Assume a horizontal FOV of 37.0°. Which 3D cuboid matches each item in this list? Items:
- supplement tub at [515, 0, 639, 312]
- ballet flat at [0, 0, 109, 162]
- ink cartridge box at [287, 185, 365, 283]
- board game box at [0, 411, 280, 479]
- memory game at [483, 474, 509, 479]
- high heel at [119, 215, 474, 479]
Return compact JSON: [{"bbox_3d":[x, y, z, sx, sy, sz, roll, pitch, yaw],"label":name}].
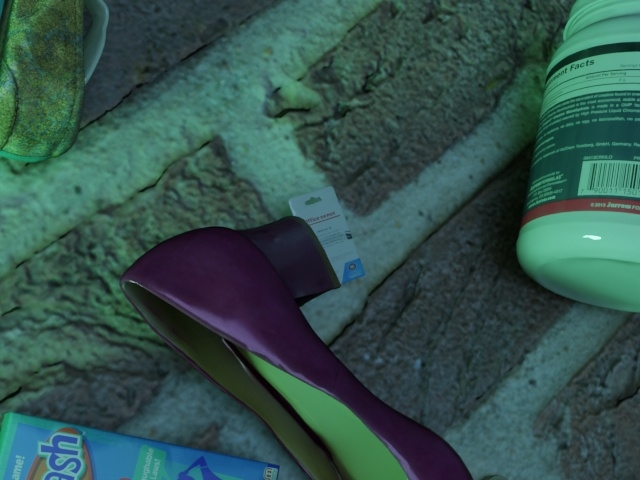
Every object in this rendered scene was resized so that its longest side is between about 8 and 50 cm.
[{"bbox_3d":[0.295,-0.085,0.889,0.191,0.191,0.272,20,72,-19],"label":"supplement tub"},{"bbox_3d":[-0.210,-0.224,0.747,0.123,0.123,0.348,12,74,-22],"label":"ballet flat"},{"bbox_3d":[0.000,0.000,0.830,0.048,0.028,0.083,-18,87,-26],"label":"ink cartridge box"},{"bbox_3d":[-0.146,0.226,0.707,0.210,0.047,0.160,16,73,-20],"label":"board game box"},{"bbox_3d":[0.155,0.302,0.846,0.186,0.012,0.186,5,78,-24],"label":"memory game"},{"bbox_3d":[-0.011,0.160,0.723,0.181,0.127,0.377,-18,73,-47],"label":"high heel"}]
